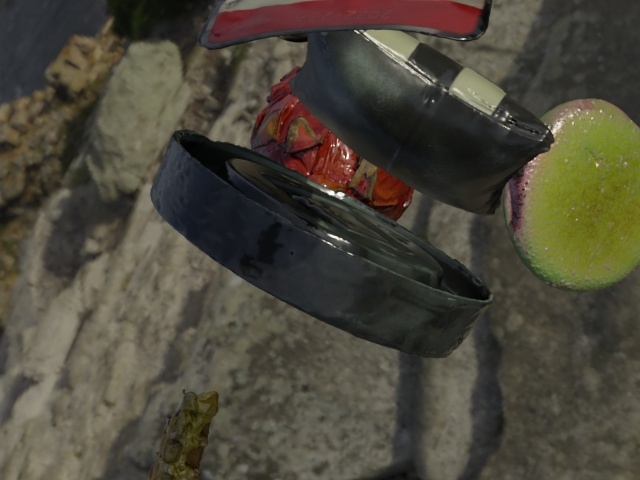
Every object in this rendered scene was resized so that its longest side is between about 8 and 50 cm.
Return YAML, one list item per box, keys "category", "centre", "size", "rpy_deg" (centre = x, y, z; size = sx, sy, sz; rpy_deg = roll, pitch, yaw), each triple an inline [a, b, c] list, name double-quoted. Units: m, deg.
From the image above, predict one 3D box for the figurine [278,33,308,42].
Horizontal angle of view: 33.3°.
- category: "figurine"
  centre: [-0.047, -0.316, 1.233]
  size: [0.158, 0.275, 0.161]
  rpy_deg: [-46, 13, 27]

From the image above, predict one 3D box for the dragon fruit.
- category: "dragon fruit"
  centre: [0.025, -0.132, 1.643]
  size: [0.277, 0.277, 0.342]
  rpy_deg: [-27, 43, 37]

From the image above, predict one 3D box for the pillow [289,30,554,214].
- category: "pillow"
  centre: [0.082, -0.119, 0.999]
  size: [0.106, 0.250, 0.186]
  rpy_deg: [-57, -4, -18]

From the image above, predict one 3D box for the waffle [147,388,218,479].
- category: "waffle"
  centre: [-0.188, 0.343, 1.292]
  size: [0.260, 0.069, 0.293]
  rpy_deg: [117, 163, -46]

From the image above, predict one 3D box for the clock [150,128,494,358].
- category: "clock"
  centre: [0.000, 0.000, 0.837]
  size: [0.055, 0.280, 0.280]
  rpy_deg: [-62, 36, 9]

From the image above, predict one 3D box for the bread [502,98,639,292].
- category: "bread"
  centre: [0.312, -0.051, 1.234]
  size: [0.228, 0.228, 0.033]
  rpy_deg: [-64, 21, -5]

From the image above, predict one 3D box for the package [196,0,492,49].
- category: "package"
  centre: [0.029, -0.170, 0.623]
  size: [0.154, 0.030, 0.239]
  rpy_deg: [-1, 33, 16]
